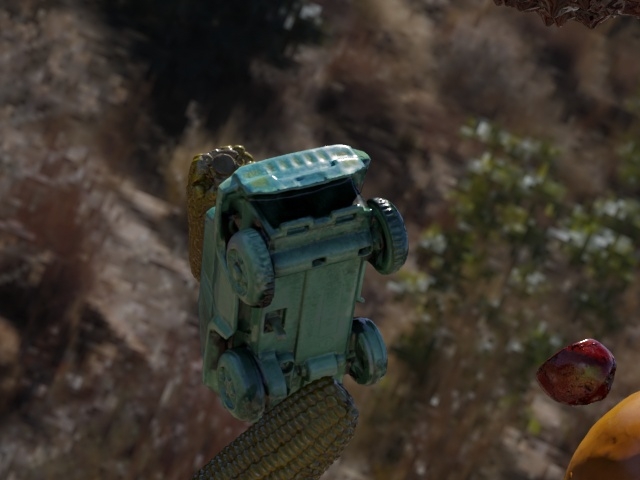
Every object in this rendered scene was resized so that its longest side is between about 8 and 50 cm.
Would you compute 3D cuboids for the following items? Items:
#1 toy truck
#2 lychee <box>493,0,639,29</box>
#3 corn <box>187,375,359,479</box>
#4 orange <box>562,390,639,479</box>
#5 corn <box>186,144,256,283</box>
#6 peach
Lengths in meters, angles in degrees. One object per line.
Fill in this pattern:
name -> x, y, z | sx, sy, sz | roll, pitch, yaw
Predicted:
toy truck -> -0.029, 0.040, 1.514 | 0.155, 0.279, 0.156 | -15, 47, -22
lychee -> 0.286, -0.454, 1.909 | 0.424, 0.425, 0.500 | 20, 16, -24
corn -> -0.060, 0.204, 1.392 | 0.080, 0.231, 0.080 | 49, -3, 4
orange -> 0.423, 0.316, 1.933 | 0.312, 0.312, 0.312 | 23, 8, -3
corn -> -0.117, -0.022, 2.027 | 0.097, 0.097, 0.320 | 24, -24, 5
peach -> 0.282, 0.144, 1.876 | 0.083, 0.077, 0.050 | 10, -10, 20
